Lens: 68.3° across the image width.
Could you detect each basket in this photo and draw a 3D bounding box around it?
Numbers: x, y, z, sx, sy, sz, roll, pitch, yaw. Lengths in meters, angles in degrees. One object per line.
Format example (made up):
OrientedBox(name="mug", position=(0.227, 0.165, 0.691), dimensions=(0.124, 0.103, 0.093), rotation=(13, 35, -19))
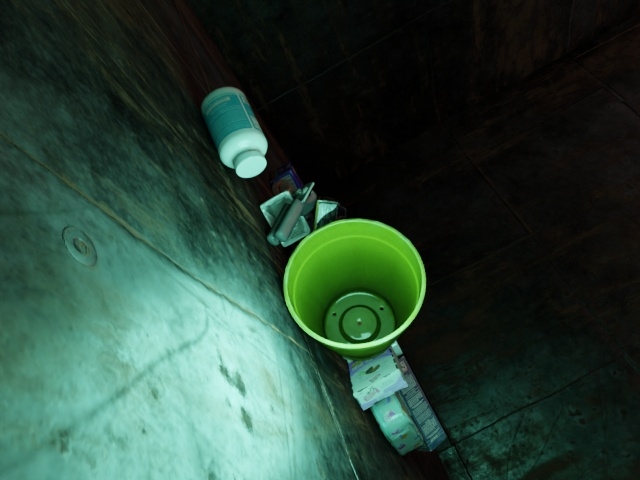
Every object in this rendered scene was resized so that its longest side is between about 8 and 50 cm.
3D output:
OrientedBox(name="basket", position=(-0.120, -0.079, 1.628), dimensions=(0.167, 0.113, 0.103), rotation=(61, 1, -9))

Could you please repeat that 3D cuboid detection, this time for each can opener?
OrientedBox(name="can opener", position=(-0.074, -0.080, 1.501), dimensions=(0.095, 0.076, 0.283), rotation=(47, 44, -24))

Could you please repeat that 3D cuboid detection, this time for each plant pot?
OrientedBox(name="plant pot", position=(0.107, 0.185, 1.363), dimensions=(0.353, 0.366, 0.367), rotation=(76, -10, -59))

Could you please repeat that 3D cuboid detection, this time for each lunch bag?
OrientedBox(name="lunch bag", position=(0.250, 0.606, 1.647), dimensions=(0.279, 0.107, 0.224), rotation=(60, -1, -43))

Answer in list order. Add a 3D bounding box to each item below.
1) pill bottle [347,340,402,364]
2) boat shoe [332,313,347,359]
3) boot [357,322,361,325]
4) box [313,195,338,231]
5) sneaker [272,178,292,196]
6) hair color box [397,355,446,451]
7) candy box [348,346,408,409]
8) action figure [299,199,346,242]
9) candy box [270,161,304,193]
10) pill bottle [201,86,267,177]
OrientedBox(name="pill bottle", position=(0.194, 0.410, 1.695), dimensions=(0.112, 0.186, 0.112), rotation=(61, 4, -8))
OrientedBox(name="boat shoe", position=(0.065, 0.294, 1.620), dimensions=(0.069, 0.081, 0.228), rotation=(61, 5, -62))
OrientedBox(name="boot", position=(0.138, 0.370, 1.882), dimensions=(0.262, 0.095, 0.203), rotation=(57, 6, -27))
OrientedBox(name="box", position=(0.008, 0.011, 1.668), dimensions=(0.257, 0.079, 0.322), rotation=(-72, 169, -81))
OrientedBox(name="sneaker", position=(-0.156, -0.182, 2.077), dimensions=(0.083, 0.084, 0.215), rotation=(72, 0, -56))
OrientedBox(name="hair color box", position=(0.332, 0.647, 1.869), dimensions=(0.347, 0.105, 0.174), rotation=(62, -33, 7))
OrientedBox(name="candy box", position=(0.183, 0.439, 1.542), dimensions=(0.070, 0.164, 0.196), rotation=(59, 6, -12))
OrientedBox(name="action figure", position=(0.000, 0.000, 1.990), dimensions=(0.370, 0.248, 0.276), rotation=(95, 14, -50))
OrientedBox(name="candy box", position=(-0.117, -0.204, 2.300), dimensions=(0.317, 0.122, 0.268), rotation=(61, 6, -18))
OrientedBox(name="pill bottle", position=(-0.248, -0.315, 1.392), dimensions=(0.264, 0.146, 0.146), rotation=(64, 5, 25))
